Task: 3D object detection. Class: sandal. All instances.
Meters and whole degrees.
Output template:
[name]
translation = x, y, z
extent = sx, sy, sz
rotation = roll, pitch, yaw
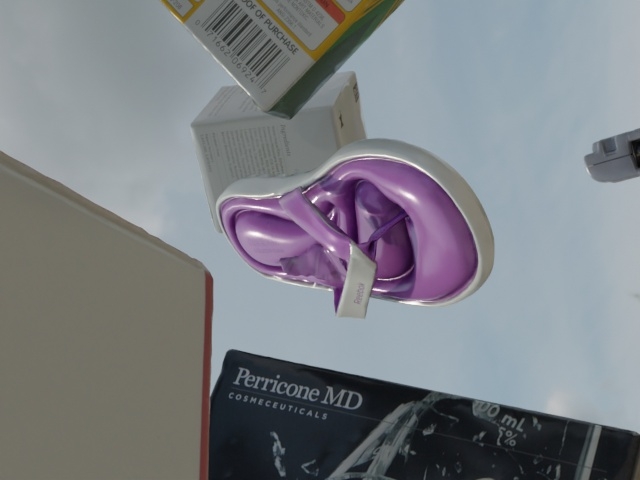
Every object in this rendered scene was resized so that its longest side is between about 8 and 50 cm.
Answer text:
[sandal]
translation = 0.009, 0.012, 1.063
extent = 0.102, 0.416, 0.169
rotation = -42, -74, -24

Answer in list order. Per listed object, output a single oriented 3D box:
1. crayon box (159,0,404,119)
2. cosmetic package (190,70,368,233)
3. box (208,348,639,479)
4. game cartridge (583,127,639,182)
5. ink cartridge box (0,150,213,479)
[crayon box]
translation = 0.003, -0.298, 1.082
extent = 0.323, 0.203, 0.083
rotation = -45, -11, 11
[cosmetic package]
translation = -0.043, -0.112, 1.452
extent = 0.151, 0.184, 0.151
rotation = -64, -33, -62
[box]
translation = 0.072, 0.419, 1.225
extent = 0.471, 0.480, 0.297
rotation = -69, -29, -24
[game cartridge]
translation = 0.449, -0.125, 1.216
extent = 0.196, 0.294, 0.060
rotation = -21, -86, -48
[ink cartridge box]
translation = -0.245, 0.159, 0.536
extent = 0.160, 0.385, 0.279
rotation = 31, -132, -47
